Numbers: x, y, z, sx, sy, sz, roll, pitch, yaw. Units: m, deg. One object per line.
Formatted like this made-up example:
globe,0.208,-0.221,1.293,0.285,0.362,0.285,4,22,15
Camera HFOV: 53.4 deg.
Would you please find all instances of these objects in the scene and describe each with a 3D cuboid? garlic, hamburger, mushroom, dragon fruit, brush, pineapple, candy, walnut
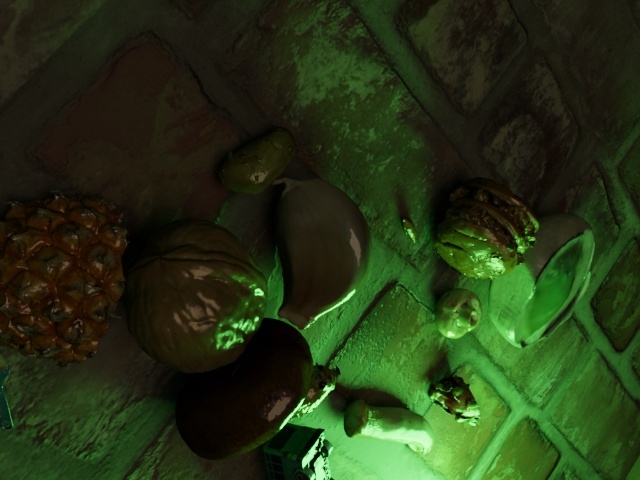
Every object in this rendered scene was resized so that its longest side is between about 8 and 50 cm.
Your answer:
garlic,0.000,0.000,1.432,0.246,0.231,0.340,-15,98,15
hamburger,0.434,-0.020,1.671,0.211,0.245,0.260,-53,162,-19
mushroom,0.200,0.514,1.754,0.351,0.095,0.122,28,107,-36
mushroom,0.382,0.202,1.767,0.148,0.112,0.148,-9,105,-40
dragon fruit,0.388,0.458,1.857,0.175,0.138,0.142,7,60,-7
brush,-0.596,0.283,1.180,0.051,0.014,0.164,-14,112,-29
mushroom,-0.125,0.326,1.337,0.345,0.345,0.259,-45,105,-15
pineapple,-0.494,0.081,1.067,0.286,0.209,0.344,11,99,-36
candy,0.654,0.094,1.874,0.427,0.186,0.386,-26,126,-29
walnut,-0.234,0.103,1.197,0.277,0.252,0.313,-61,158,-19

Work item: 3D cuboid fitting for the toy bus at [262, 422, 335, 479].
toy bus,-0.048,0.588,1.564,0.128,0.147,0.256,-40,129,-53

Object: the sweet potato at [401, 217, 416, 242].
sweet potato,0.228,-0.030,1.641,0.034,0.034,0.095,-44,135,-16

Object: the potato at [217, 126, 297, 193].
potato,-0.125,-0.164,1.324,0.105,0.085,0.188,43,69,3
